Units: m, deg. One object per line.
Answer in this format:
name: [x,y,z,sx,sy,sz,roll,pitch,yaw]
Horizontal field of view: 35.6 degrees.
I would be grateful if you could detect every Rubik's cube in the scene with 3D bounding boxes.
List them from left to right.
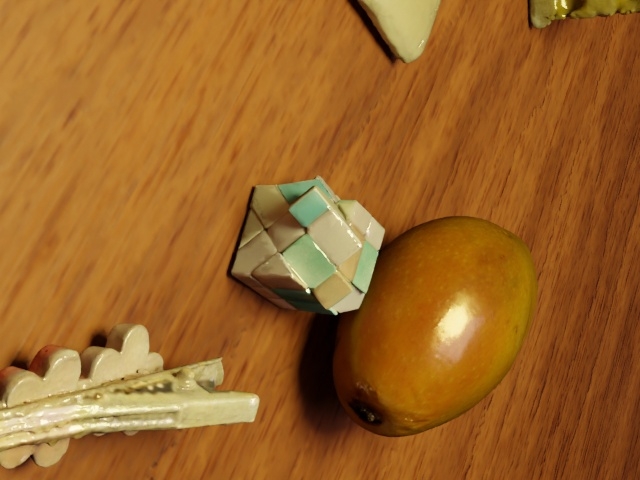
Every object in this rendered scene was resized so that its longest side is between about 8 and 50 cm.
Rubik's cube: [-0.002,0.001,0.592,0.075,0.073,0.084,12,85,-56]

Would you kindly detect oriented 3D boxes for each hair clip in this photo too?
hair clip: [-0.117,0.075,0.453,0.214,0.056,0.062,0,110,-48]

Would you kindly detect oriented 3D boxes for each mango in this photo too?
mango: [0.094,0.045,0.696,0.253,0.113,0.138,-30,136,-57]

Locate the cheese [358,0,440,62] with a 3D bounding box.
cheese: [0.103,-0.322,0.754,0.085,0.034,0.400,40,60,-45]

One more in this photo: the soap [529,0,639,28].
soap: [0.253,-0.313,0.883,0.076,0.135,0.233,-25,113,-52]
